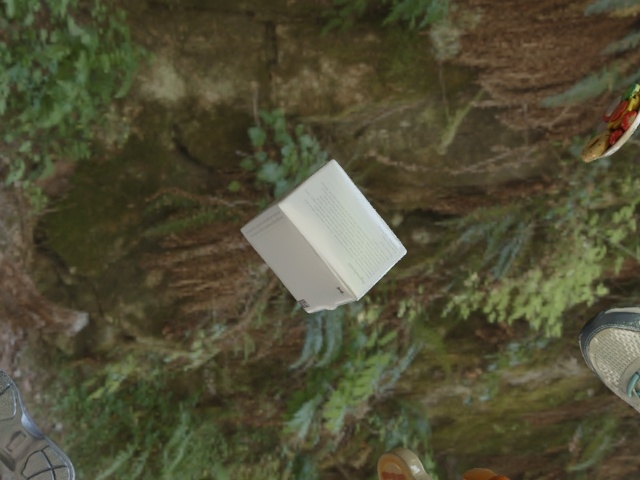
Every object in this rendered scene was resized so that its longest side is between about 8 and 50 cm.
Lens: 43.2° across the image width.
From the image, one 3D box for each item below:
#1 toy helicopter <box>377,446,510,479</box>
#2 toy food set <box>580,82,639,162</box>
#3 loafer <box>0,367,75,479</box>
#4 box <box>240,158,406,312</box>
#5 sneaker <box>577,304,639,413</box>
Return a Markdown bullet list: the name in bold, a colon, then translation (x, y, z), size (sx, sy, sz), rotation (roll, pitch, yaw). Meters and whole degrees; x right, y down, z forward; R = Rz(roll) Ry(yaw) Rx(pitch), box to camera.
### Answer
- **toy helicopter**: translation (0.217, 0.419, 1.209), size (0.355, 0.140, 0.235), rotation (33, -55, 40)
- **toy food set**: translation (0.306, -0.121, 0.838), size (0.083, 0.020, 0.083), rotation (-60, -176, -33)
- **loafer**: translation (-0.549, 0.326, 1.403), size (0.303, 0.109, 0.095), rotation (53, -31, -6)
- **box**: translation (0.000, 0.000, 1.225), size (0.182, 0.119, 0.181), rotation (51, -25, -7)
- **sneaker**: translation (0.396, 0.175, 0.838), size (0.110, 0.283, 0.122), rotation (-55, 175, 21)
